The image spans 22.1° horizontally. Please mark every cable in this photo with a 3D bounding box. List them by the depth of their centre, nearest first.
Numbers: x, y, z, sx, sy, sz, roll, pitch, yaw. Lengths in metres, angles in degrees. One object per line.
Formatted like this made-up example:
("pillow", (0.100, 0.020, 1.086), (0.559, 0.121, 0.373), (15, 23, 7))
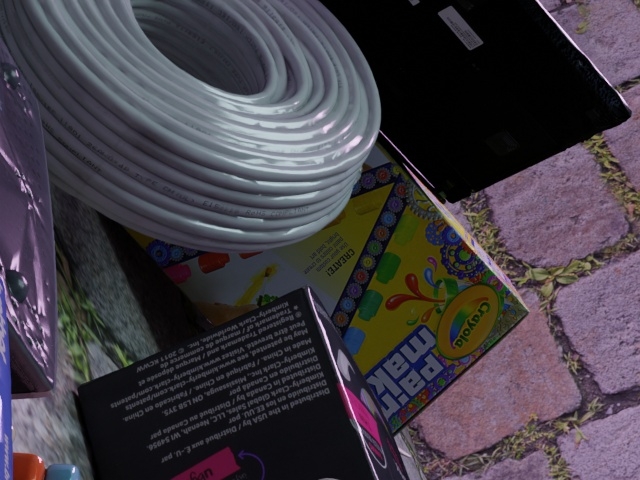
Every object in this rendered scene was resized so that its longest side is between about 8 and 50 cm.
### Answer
("cable", (-0.085, -0.101, 1.007), (0.257, 0.089, 0.257), (37, 32, -1))

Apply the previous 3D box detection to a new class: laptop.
("laptop", (0.061, -0.155, 1.187), (0.234, 0.264, 0.137), (44, 43, -22))

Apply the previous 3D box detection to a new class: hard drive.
("hard drive", (-0.175, -0.054, 0.722), (0.255, 0.054, 0.172), (-108, 173, -55))

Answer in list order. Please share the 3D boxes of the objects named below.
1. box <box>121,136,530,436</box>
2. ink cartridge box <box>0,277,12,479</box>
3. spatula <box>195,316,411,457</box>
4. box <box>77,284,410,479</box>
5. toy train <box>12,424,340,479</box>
("box", (0.000, 0.000, 1.282), (0.279, 0.177, 0.290), (48, 5, 0))
("ink cartridge box", (-0.181, -0.031, 0.460), (0.186, 0.065, 0.311), (-108, 171, -52))
("spatula", (-0.020, 0.130, 1.427), (0.168, 0.019, 0.242), (34, -2, 24))
("box", (-0.009, 0.190, 0.870), (0.165, 0.143, 0.270), (59, 9, -56))
("toy train", (-0.067, 0.127, 0.617), (0.046, 0.166, 0.125), (-84, 179, -47))
